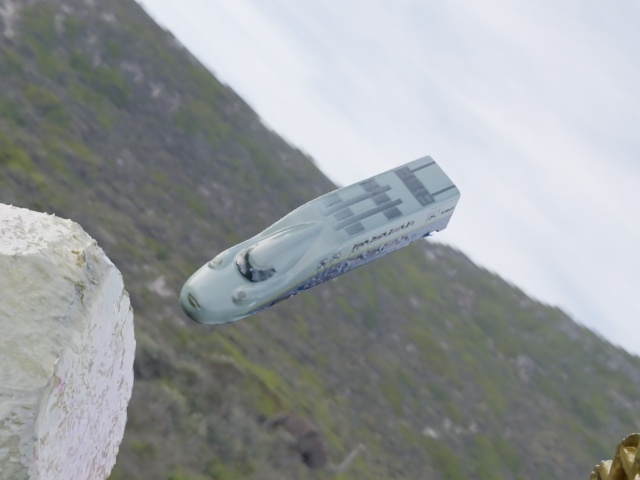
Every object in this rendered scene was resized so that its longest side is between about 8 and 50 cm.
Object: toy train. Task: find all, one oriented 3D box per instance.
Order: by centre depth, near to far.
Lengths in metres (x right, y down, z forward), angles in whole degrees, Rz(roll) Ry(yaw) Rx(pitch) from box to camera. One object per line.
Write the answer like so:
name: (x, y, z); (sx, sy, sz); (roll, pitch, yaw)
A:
toy train: (0.000, 0.000, 0.922); (0.052, 0.234, 0.051); (52, -34, 24)

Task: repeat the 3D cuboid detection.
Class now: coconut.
coconut: (-0.163, 0.053, 0.503); (0.153, 0.147, 0.147); (9, -17, 12)

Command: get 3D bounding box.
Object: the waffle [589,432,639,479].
waffle: (0.221, 0.132, 0.829); (0.032, 0.191, 0.125); (8, 27, -3)
